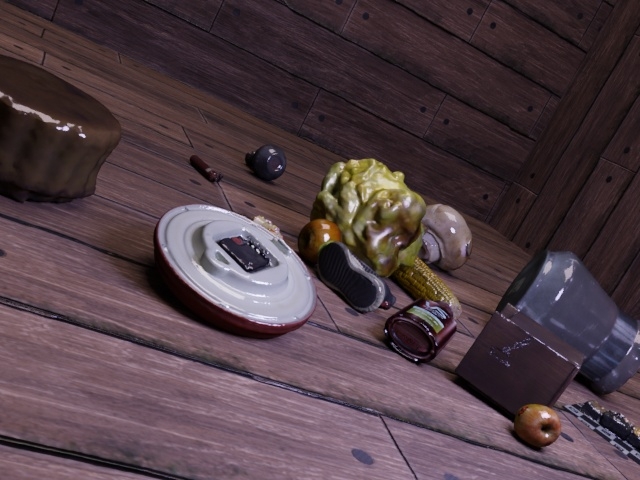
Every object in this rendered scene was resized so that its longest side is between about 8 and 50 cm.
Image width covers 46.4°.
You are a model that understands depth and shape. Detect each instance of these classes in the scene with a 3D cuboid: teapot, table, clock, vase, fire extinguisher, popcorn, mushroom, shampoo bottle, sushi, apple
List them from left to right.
[{"bbox_3d":[-0.323,-0.197,2.148,0.173,0.035,0.049,41,-20,45],"label":"fire extinguisher"},{"bbox_3d":[-0.144,0.041,1.319,0.318,0.080,0.318,28,27,-15],"label":"clock"},{"bbox_3d":[-0.192,-0.268,2.524,0.120,0.120,0.183,19,2,-34],"label":"vase"},{"bbox_3d":[0.000,0.000,1.838,0.102,0.114,0.099,2,27,-35],"label":"apple"},{"bbox_3d":[0.118,-0.059,1.975,0.312,0.312,0.312,26,13,-6],"label":"popcorn"},{"bbox_3d":[0.235,0.189,1.661,0.129,0.084,0.323,34,14,16],"label":"shampoo bottle"},{"bbox_3d":[0.402,-0.007,2.507,0.184,0.255,0.255,-23,42,-28],"label":"mushroom"},{"bbox_3d":[0.409,0.259,1.546,0.193,0.173,0.169,36,14,17],"label":"table"},{"bbox_3d":[0.409,0.347,1.412,0.084,0.084,0.071,25,5,-11],"label":"apple"},{"bbox_3d":[0.677,0.235,2.045,0.361,0.306,0.376,37,-16,3],"label":"teapot"},{"bbox_3d":[0.696,0.428,1.747,0.215,0.051,0.192,37,16,35],"label":"sushi"}]

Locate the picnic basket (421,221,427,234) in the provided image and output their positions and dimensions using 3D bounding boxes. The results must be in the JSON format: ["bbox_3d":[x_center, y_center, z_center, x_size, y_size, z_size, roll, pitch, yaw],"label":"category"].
[{"bbox_3d":[0.241,-0.035,2.412,0.178,0.138,0.128,23,13,-44],"label":"picnic basket"}]

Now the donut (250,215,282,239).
[{"bbox_3d":[-0.135,-0.006,1.699,0.108,0.065,0.166,29,13,4],"label":"donut"}]

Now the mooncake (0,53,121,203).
[{"bbox_3d":[-0.546,-0.205,1.373,0.323,0.187,0.324,28,14,-8],"label":"mooncake"}]

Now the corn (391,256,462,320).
[{"bbox_3d":[0.273,0.116,2.015,0.097,0.097,0.320,19,18,-34],"label":"corn"}]

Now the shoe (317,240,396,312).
[{"bbox_3d":[0.085,0.091,1.732,0.112,0.099,0.227,24,15,-45],"label":"shoe"}]
